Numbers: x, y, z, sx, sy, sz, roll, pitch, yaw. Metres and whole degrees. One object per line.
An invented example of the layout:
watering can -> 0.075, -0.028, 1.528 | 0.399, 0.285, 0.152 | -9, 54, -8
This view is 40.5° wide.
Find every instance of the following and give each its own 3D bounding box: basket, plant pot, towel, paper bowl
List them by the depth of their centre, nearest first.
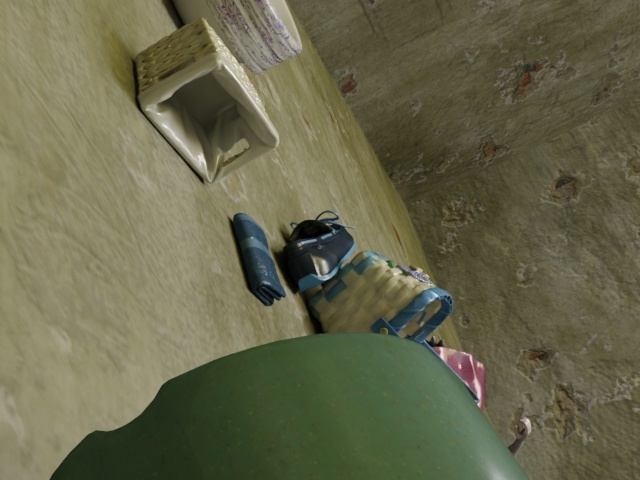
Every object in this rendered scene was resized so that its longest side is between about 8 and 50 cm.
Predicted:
plant pot -> 0.024, 0.244, 0.393 | 0.341, 0.341, 0.334 | 52, 9, -51
basket -> -0.141, -0.172, 1.068 | 0.167, 0.113, 0.103 | 53, 12, -50
towel -> -0.082, 0.022, 1.136 | 0.067, 0.029, 0.119 | 48, 20, -57
basket -> 0.133, 0.159, 1.364 | 0.289, 0.201, 0.255 | 51, 5, 14
paper bowl -> -0.156, -0.410, 1.440 | 0.284, 0.148, 0.284 | 61, 12, -22

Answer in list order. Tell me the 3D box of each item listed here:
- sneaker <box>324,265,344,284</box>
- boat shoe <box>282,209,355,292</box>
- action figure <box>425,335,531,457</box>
sneaker -> 0.033, 0.077, 1.531 | 0.144, 0.053, 0.059 | 56, 10, -3
boat shoe -> 0.000, 0.000, 1.394 | 0.089, 0.109, 0.258 | 60, 9, -8
action figure -> 0.234, 0.383, 1.648 | 0.276, 0.248, 0.370 | 119, -23, -48
